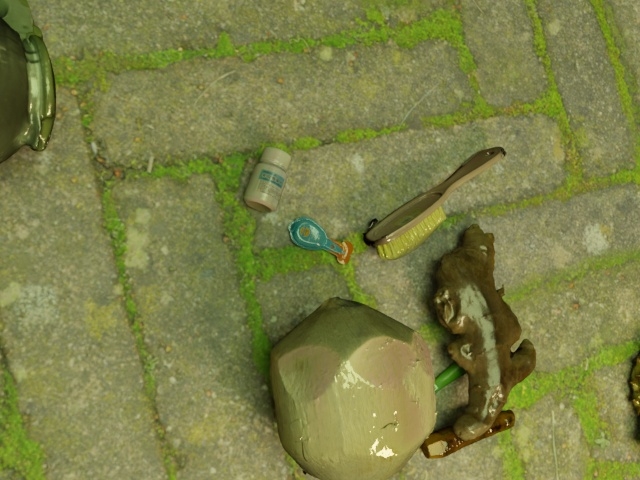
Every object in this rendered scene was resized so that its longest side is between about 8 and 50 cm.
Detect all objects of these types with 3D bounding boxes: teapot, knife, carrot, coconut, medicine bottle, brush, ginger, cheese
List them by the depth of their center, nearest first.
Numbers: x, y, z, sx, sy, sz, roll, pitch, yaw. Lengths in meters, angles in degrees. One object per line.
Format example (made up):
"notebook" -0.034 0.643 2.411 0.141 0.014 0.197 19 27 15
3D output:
"teapot" -0.459 -0.201 0.789 0.240 0.321 0.239 -2 122 -36
"coconut" 0.043 0.190 0.876 0.227 0.227 0.230 -2 92 -21
"medicine bottle" -0.077 -0.090 0.963 0.052 0.052 0.089 22 74 -16
"cheese" 0.000 0.000 0.997 0.111 0.017 0.047 27 76 -14
"carrot" 0.236 0.303 1.024 0.171 0.042 0.042 -10 85 -23
"ginger" 0.258 0.132 1.027 0.166 0.080 0.332 -7 74 -16
"knife" 0.193 0.220 1.029 0.166 0.023 0.078 -30 92 -28
"brush" 0.198 -0.061 1.063 0.313 0.072 0.067 -36 118 -25

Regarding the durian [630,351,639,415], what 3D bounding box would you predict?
"durian" 0.671 0.252 1.167 0.305 0.185 0.195 -15 64 -14
